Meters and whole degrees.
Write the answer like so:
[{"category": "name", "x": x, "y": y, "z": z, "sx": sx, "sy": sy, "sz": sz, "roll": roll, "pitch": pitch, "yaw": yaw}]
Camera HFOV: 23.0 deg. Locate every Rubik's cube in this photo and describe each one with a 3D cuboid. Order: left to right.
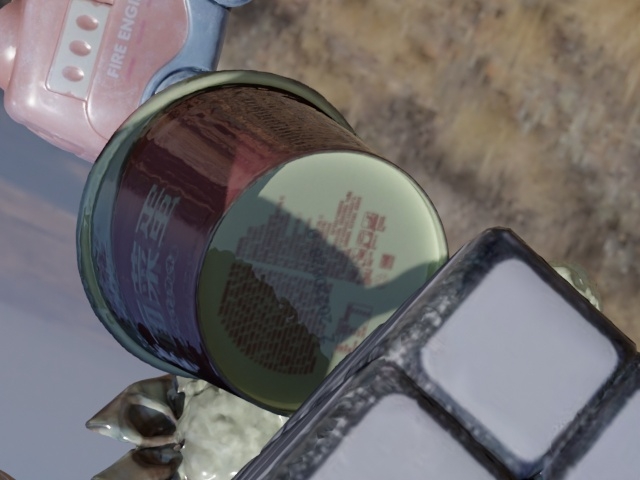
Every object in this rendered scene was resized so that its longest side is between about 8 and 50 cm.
[{"category": "Rubik's cube", "x": 0.059, "y": 0.253, "z": 0.758, "sx": 0.337, "sy": 0.344, "sz": 0.344, "roll": 43, "pitch": 160, "yaw": 1}]

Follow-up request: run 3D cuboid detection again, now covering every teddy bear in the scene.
[{"category": "teddy bear", "x": 0.039, "y": 0.152, "z": 1.461, "sx": 0.375, "sy": 0.327, "sz": 0.362, "roll": -35, "pitch": 143, "yaw": 31}]

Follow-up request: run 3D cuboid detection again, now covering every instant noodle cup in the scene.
[{"category": "instant noodle cup", "x": -0.032, "y": 0.008, "z": 1.073, "sx": 0.235, "sy": 0.234, "sz": 0.178, "roll": 28, "pitch": 180, "yaw": -27}]

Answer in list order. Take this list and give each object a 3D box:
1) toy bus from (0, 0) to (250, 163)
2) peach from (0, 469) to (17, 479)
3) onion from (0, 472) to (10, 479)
[{"category": "toy bus", "x": -0.195, "y": -0.211, "z": 1.485, "sx": 0.232, "sy": 0.294, "sz": 0.197, "roll": 15, "pitch": -179, "yaw": -16}, {"category": "peach", "x": -0.375, "y": 0.345, "z": 1.635, "sx": 0.231, "sy": 0.231, "sz": 0.231, "roll": 23, "pitch": 172, "yaw": 3}, {"category": "onion", "x": -0.278, "y": 0.185, "z": 0.844, "sx": 0.256, "sy": 0.230, "sz": 0.272, "roll": 38, "pitch": 173, "yaw": -2}]
